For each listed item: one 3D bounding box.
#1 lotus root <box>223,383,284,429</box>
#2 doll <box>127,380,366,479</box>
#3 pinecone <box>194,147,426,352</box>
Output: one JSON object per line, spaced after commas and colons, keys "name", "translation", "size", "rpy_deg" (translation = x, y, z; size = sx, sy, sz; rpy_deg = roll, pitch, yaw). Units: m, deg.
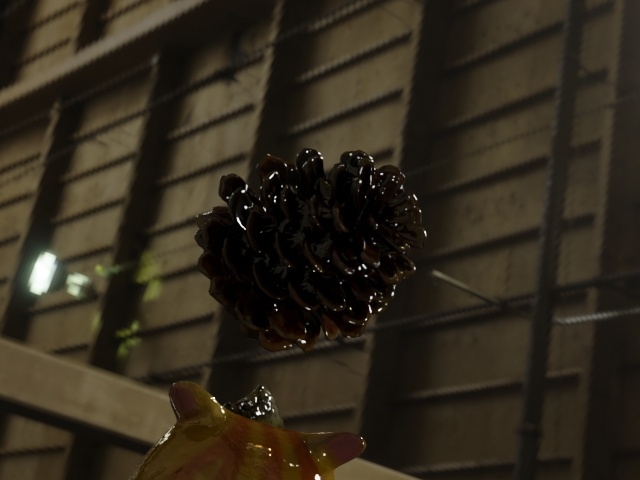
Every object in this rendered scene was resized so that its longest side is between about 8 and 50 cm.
{"name": "lotus root", "translation": [-0.164, 0.324, 1.667], "size": [0.314, 0.142, 0.210], "rpy_deg": [-42, 175, 23]}
{"name": "doll", "translation": [-0.082, 0.247, 0.917], "size": [0.162, 0.167, 0.269], "rpy_deg": [-29, -137, 60]}
{"name": "pinecone", "translation": [-0.002, -0.003, 1.576], "size": [0.292, 0.246, 0.246], "rpy_deg": [-27, -131, 45]}
